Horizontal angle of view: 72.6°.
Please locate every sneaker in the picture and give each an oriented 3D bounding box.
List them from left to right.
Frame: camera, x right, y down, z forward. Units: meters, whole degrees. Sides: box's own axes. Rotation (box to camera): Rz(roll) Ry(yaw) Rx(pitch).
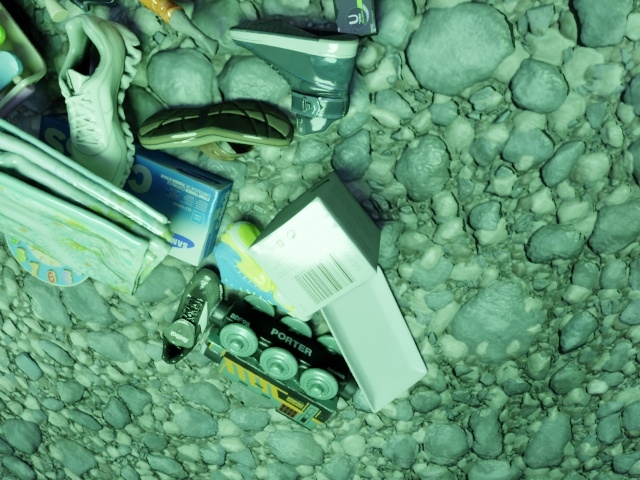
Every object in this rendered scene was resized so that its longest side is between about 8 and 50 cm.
[{"bbox_3d":[-0.369,-0.210,0.703,0.110,0.118,0.292,7,100,1],"label":"sneaker"},{"bbox_3d":[-0.269,0.166,0.899,0.078,0.106,0.234,27,113,-3],"label":"sneaker"},{"bbox_3d":[-0.117,0.073,0.863,0.126,0.091,0.240,-28,105,37],"label":"sneaker"},{"bbox_3d":[-0.051,-0.261,0.712,0.226,0.086,0.163,23,134,22],"label":"sneaker"}]

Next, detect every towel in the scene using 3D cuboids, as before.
[{"bbox_3d":[-0.450,-0.040,0.739,0.374,0.090,0.320,33,148,-16],"label":"towel"}]

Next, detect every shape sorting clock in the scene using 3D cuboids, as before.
[{"bbox_3d":[-0.576,0.009,0.925,0.206,0.040,0.206,3,111,8],"label":"shape sorting clock"}]

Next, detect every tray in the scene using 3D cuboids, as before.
[{"bbox_3d":[0.105,0.194,0.865,0.145,0.030,0.270,-30,106,-15],"label":"tray"}]

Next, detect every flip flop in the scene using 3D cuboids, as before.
[{"bbox_3d":[-0.179,-0.180,0.762,0.277,0.112,0.080,-3,136,8],"label":"flip flop"}]

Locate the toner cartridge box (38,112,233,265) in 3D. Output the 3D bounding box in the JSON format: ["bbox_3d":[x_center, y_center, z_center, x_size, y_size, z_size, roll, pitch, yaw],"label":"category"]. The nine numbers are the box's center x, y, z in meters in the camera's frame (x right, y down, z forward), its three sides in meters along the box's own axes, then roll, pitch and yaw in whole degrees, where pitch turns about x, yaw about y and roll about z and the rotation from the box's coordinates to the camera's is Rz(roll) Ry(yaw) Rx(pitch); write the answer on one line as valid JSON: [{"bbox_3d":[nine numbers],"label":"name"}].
[{"bbox_3d":[-0.358,-0.098,0.830,0.348,0.075,0.165,22,113,0],"label":"toner cartridge box"}]

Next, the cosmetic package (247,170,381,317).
[{"bbox_3d":[0.000,0.000,0.749,0.151,0.184,0.151,-35,102,20],"label":"cosmetic package"}]

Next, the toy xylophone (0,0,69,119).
[{"bbox_3d":[-0.550,-0.364,0.677,0.236,0.081,0.323,-39,100,20],"label":"toy xylophone"}]

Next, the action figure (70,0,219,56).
[{"bbox_3d":[-0.271,-0.477,0.622,0.330,0.178,0.341,19,116,-9],"label":"action figure"}]

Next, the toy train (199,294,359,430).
[{"bbox_3d":[-0.090,0.250,0.893,0.334,0.142,0.190,30,122,-2],"label":"toy train"}]

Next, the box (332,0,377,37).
[{"bbox_3d":[0.054,-0.358,0.675,0.062,0.052,0.083,-7,111,11],"label":"box"}]

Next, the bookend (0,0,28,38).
[{"bbox_3d":[-0.616,-0.367,0.771,0.157,0.072,0.156,-6,110,12],"label":"bookend"}]
